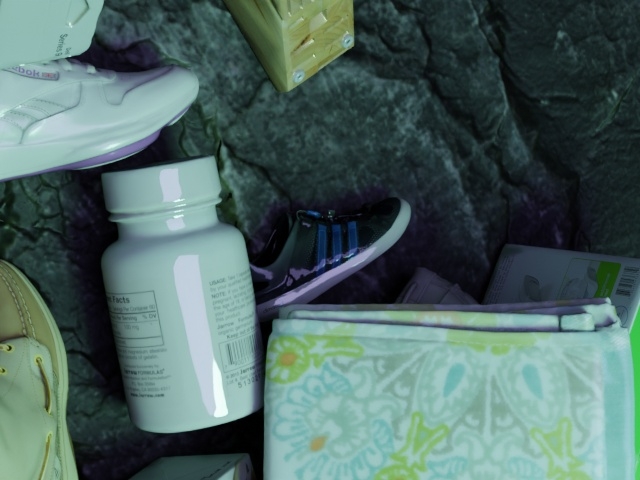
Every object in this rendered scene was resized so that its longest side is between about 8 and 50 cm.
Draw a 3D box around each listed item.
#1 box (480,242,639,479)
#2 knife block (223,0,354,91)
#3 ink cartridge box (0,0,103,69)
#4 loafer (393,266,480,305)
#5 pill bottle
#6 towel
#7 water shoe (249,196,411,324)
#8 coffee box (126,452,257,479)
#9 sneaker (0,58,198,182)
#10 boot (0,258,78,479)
[{"bbox_3d":[0.248,0.149,1.269,0.127,0.231,0.262,24,81,-28],"label":"box"},{"bbox_3d":[-0.080,-0.304,1.181,0.088,0.242,0.275,-37,152,-19],"label":"knife block"},{"bbox_3d":[-0.247,-0.265,1.007,0.093,0.154,0.212,-18,74,-25],"label":"ink cartridge box"},{"bbox_3d":[0.031,0.160,1.245,0.111,0.112,0.319,41,72,15],"label":"loafer"},{"bbox_3d":[-0.125,0.044,1.135,0.131,0.131,0.229,-13,98,-25],"label":"pill bottle"},{"bbox_3d":[0.111,0.235,1.098,0.321,0.090,0.374,0,82,6],"label":"towel"},{"bbox_3d":[0.000,0.000,1.228,0.203,0.073,0.080,-36,105,-21],"label":"water shoe"},{"bbox_3d":[-0.110,0.361,1.132,0.168,0.119,0.297,-29,107,-53],"label":"coffee box"},{"bbox_3d":[-0.248,-0.126,1.076,0.305,0.114,0.152,-16,100,-25],"label":"sneaker"},{"bbox_3d":[-0.279,0.115,0.992,0.095,0.203,0.262,-17,71,10],"label":"boot"}]
